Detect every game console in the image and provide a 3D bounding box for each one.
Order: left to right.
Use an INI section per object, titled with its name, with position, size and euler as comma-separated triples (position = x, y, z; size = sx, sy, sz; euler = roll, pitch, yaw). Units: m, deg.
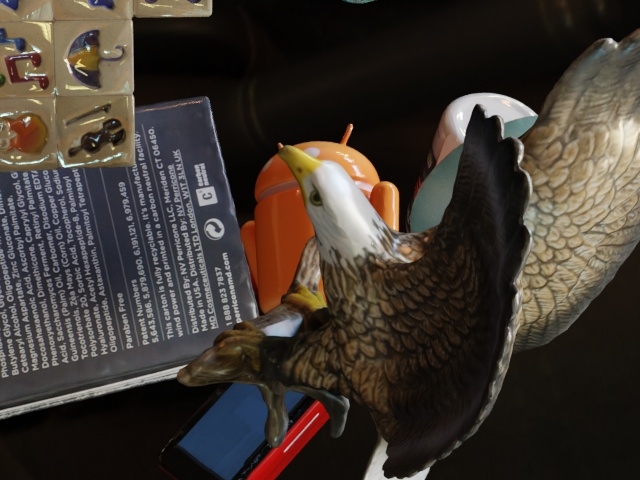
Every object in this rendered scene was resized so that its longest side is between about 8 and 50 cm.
[game console]
position = -0.045, 0.118, 1.290
size = 0.085, 0.124, 0.144
euler = 39, 76, 11

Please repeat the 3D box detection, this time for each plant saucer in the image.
[plant saucer]
position = 0.172, -0.021, 1.516
size = 0.195, 0.195, 0.037
euler = -13, 47, -5

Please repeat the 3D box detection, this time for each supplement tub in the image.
[supplement tub]
position = 0.155, -0.047, 1.867
size = 0.117, 0.190, 0.117
euler = 10, 44, -9

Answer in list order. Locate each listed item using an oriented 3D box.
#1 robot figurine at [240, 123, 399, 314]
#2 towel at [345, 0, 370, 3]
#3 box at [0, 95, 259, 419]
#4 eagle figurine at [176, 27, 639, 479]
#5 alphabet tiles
[robot figurine]
position = -0.002, 0.000, 1.757
size = 0.128, 0.158, 0.219
euler = 1, 73, -13
[towel]
position = 0.123, -0.233, 1.282
size = 0.370, 0.271, 0.040
euler = -18, 109, -20
[box]
position = -0.389, 0.051, 1.998
size = 0.472, 0.480, 0.297
euler = -14, 90, -28
[eagle figurine]
position = 0.065, 0.024, 0.990
size = 0.298, 0.225, 0.226
euler = -21, 56, 38
[alphabet tiles]
position = -0.151, -0.146, 0.890
size = 0.198, 0.237, 0.009
euler = -2, 23, -9
